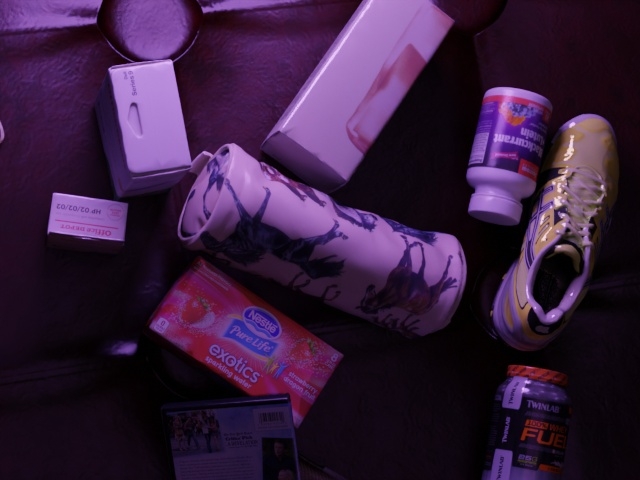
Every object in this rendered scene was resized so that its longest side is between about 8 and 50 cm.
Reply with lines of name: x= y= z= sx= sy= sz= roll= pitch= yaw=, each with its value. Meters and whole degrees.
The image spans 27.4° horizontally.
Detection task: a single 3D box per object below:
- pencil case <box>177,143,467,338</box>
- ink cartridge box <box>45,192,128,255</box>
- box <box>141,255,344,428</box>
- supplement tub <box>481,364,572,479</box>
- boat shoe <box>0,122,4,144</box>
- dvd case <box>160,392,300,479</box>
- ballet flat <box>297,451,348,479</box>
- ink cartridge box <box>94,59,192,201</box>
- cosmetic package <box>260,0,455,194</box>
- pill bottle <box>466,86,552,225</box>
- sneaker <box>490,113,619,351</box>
pencil case: x=0.000 y=0.000 z=1.871 sx=0.410 sy=0.183 sz=0.160 roll=22 pitch=114 yaw=-15
ink cartridge box: x=-0.322 y=-0.022 z=1.807 sx=0.104 sy=0.181 sz=0.061 roll=7 pitch=82 yaw=-12
box: x=-0.113 y=0.147 z=1.866 sx=0.257 sy=0.122 sz=0.128 roll=35 pitch=77 yaw=-7
supplement tub: x=0.309 y=0.286 z=1.951 sx=0.117 sy=0.117 sz=0.190 roll=12 pitch=81 yaw=-11
boat shoe: x=-0.491 y=-0.204 z=1.857 sx=0.056 sy=0.049 sz=0.152 roll=-29 pitch=90 yaw=-14
dvd case: x=-0.117 y=0.338 z=1.826 sx=0.180 sy=0.022 sz=0.253 roll=-5 pitch=106 yaw=5
ballet flat: x=-0.068 y=0.316 z=1.883 sx=0.250 sy=0.084 sz=0.058 roll=32 pitch=76 yaw=-13
ink cartridge box: x=-0.249 y=-0.149 z=1.822 sx=0.093 sy=0.212 sz=0.154 roll=-11 pitch=86 yaw=-14
cosmetic package: x=0.054 y=-0.228 z=1.934 sx=0.129 sy=0.153 sz=0.296 roll=36 pitch=78 yaw=-8
pill bottle: x=0.283 y=-0.126 z=1.996 sx=0.108 sy=0.108 sz=0.193 roll=15 pitch=81 yaw=-11
sneaker: x=0.383 y=-0.014 z=1.987 sx=0.145 sy=0.147 sz=0.384 roll=19 pitch=79 yaw=-8
